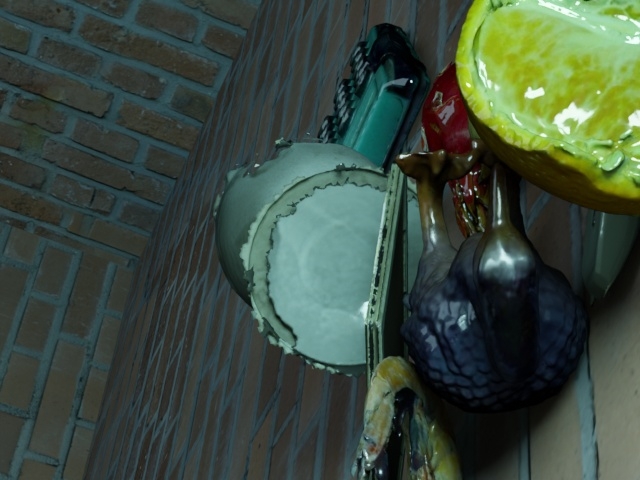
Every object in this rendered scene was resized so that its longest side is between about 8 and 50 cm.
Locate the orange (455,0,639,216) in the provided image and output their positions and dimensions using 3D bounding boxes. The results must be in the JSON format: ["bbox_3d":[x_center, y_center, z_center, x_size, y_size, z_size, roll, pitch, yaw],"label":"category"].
[{"bbox_3d":[0.179,-0.126,0.954,0.158,0.179,0.237,60,-134,-75],"label":"orange"}]

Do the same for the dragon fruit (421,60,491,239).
[{"bbox_3d":[0.123,-0.071,1.355,0.094,0.094,0.190,138,144,-67],"label":"dragon fruit"}]

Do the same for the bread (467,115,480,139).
[{"bbox_3d":[0.178,-0.114,1.174,0.269,0.087,0.098,147,139,-73],"label":"bread"}]

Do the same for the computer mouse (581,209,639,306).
[{"bbox_3d":[0.190,-0.011,1.075,0.056,0.032,0.110,-116,31,-85],"label":"computer mouse"}]

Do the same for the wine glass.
[{"bbox_3d":[0.002,0.005,1.523,0.357,0.190,0.190,-131,62,-78],"label":"wine glass"}]

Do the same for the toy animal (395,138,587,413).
[{"bbox_3d":[0.109,0.030,1.101,0.298,0.122,0.185,98,162,-68],"label":"toy animal"}]

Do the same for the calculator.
[{"bbox_3d":[0.042,-0.120,1.895,0.274,0.058,0.248,-95,29,-68],"label":"calculator"}]

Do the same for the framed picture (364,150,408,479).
[{"bbox_3d":[0.051,0.102,1.251,0.217,0.017,0.274,-79,-11,-55],"label":"framed picture"}]

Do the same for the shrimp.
[{"bbox_3d":[0.065,0.179,1.083,0.152,0.046,0.219,43,-140,-62],"label":"shrimp"}]
